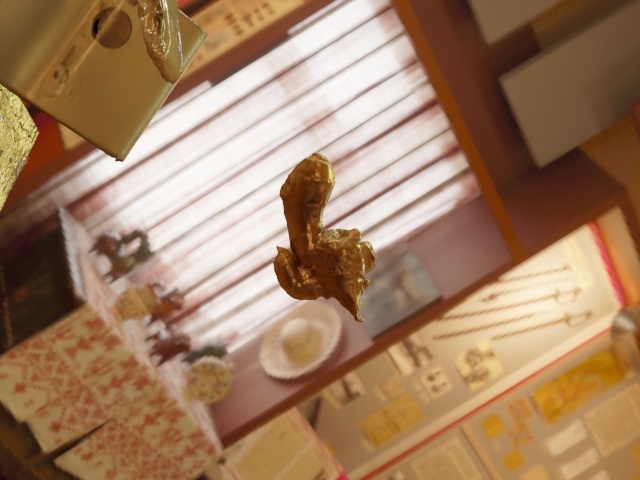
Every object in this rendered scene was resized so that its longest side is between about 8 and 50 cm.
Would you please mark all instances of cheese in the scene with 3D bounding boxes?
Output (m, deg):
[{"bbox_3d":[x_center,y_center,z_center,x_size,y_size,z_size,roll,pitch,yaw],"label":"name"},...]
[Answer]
[{"bbox_3d":[-0.178,-0.355,1.002,0.085,0.034,0.400,49,30,-75],"label":"cheese"}]

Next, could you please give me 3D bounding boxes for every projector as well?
[{"bbox_3d":[-0.364,-0.303,1.573,0.249,0.249,0.248,35,-2,-42],"label":"projector"}]

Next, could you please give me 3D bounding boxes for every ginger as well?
[{"bbox_3d":[0.009,-0.006,1.289,0.059,0.133,0.214,-83,179,-78],"label":"ginger"}]

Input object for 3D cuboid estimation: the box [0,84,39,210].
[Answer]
[{"bbox_3d":[-0.669,-0.172,1.945,0.198,0.084,0.310,71,24,-47],"label":"box"}]
